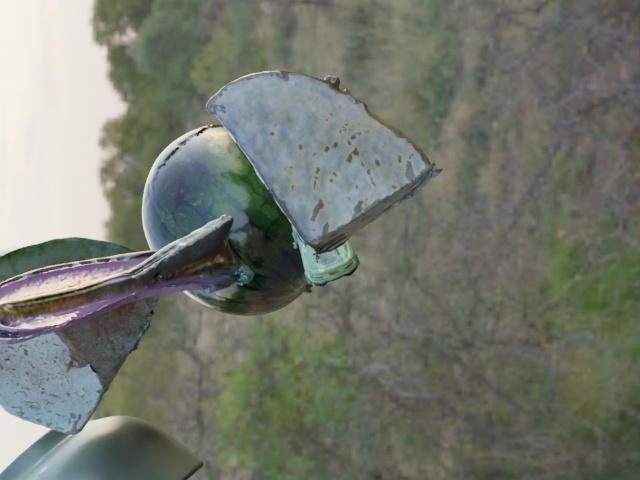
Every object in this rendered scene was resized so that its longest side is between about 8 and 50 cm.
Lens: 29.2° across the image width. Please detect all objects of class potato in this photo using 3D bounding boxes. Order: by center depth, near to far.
[{"bbox_3d":[0.004,-0.132,1.659,0.264,0.211,0.189,52,-173,0],"label":"potato"}]

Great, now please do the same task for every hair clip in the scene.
[{"bbox_3d":[-0.250,0.048,1.452,0.110,0.358,0.095,62,151,18],"label":"hair clip"}]

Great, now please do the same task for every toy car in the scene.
[{"bbox_3d":[0.000,0.000,1.901,0.186,0.093,0.058,-108,-4,-53],"label":"toy car"}]

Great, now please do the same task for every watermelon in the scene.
[{"bbox_3d":[-0.358,0.136,1.681,0.228,0.387,0.258,-21,72,35],"label":"watermelon"},{"bbox_3d":[-0.142,-0.036,2.188,0.363,0.363,0.363,-176,90,-83],"label":"watermelon"}]

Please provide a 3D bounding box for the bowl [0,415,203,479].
[{"bbox_3d":[-0.363,0.378,1.809,0.185,0.354,0.354,48,166,4],"label":"bowl"}]
